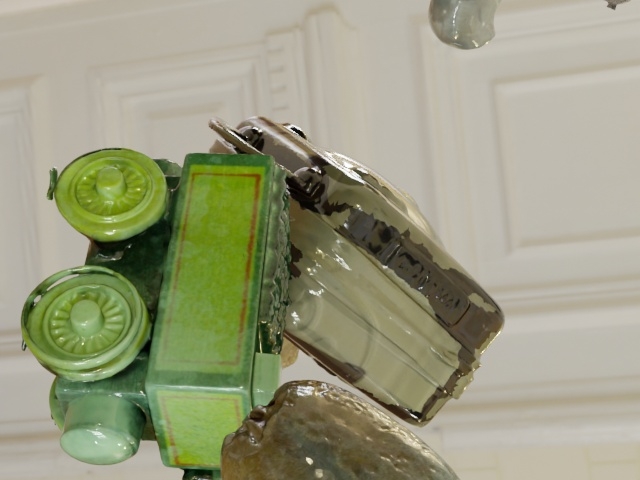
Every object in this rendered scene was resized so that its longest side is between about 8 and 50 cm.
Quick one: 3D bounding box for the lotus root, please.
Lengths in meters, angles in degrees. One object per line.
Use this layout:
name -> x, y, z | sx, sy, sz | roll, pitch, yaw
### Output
lotus root -> 0.030, 0.163, 0.673 | 0.113, 0.192, 0.088 | -45, 161, -27

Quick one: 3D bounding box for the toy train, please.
toy train -> -0.116, 0.048, 0.865 | 0.159, 0.188, 0.272 | 90, 4, -52

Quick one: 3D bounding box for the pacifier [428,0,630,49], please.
pacifier -> 0.250, -0.369, 1.395 | 0.332, 0.220, 0.273 | 38, -55, 54

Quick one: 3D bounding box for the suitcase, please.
suitcase -> 0.000, 0.000, 1.156 | 0.339, 0.194, 0.351 | 40, -1, -31

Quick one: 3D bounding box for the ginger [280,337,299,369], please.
ginger -> -0.067, 0.106, 1.403 | 0.069, 0.095, 0.190 | 29, 83, -51
